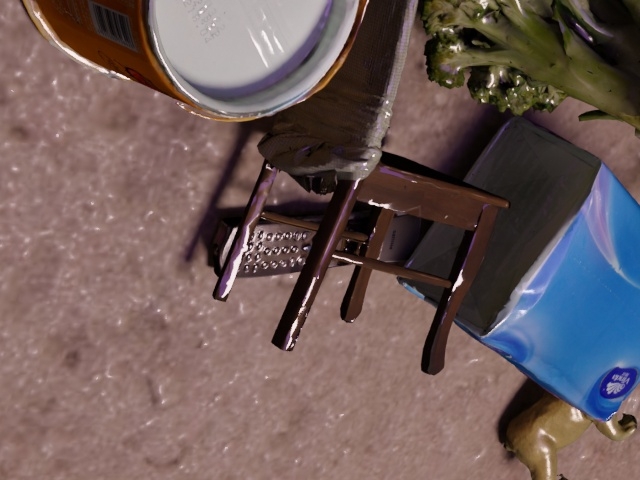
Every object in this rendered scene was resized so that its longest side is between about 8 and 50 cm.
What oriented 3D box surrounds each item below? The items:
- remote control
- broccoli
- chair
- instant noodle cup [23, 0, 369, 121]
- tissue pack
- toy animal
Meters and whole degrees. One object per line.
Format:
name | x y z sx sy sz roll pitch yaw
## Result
remote control | 0.000 0.000 0.997 0.212 0.028 0.059 -4 119 -33
broccoli | 0.248 -0.194 0.909 0.321 0.283 0.304 -32 148 18
chair | 0.045 -0.073 0.889 0.186 0.160 0.319 13 99 -33
instant noodle cup | -0.078 -0.186 0.751 0.215 0.172 0.216 -17 123 -27
tissue pack | 0.236 0.036 1.090 0.198 0.146 0.263 -55 136 0
toy animal | 0.284 0.179 1.238 0.101 0.103 0.219 34 109 -16
